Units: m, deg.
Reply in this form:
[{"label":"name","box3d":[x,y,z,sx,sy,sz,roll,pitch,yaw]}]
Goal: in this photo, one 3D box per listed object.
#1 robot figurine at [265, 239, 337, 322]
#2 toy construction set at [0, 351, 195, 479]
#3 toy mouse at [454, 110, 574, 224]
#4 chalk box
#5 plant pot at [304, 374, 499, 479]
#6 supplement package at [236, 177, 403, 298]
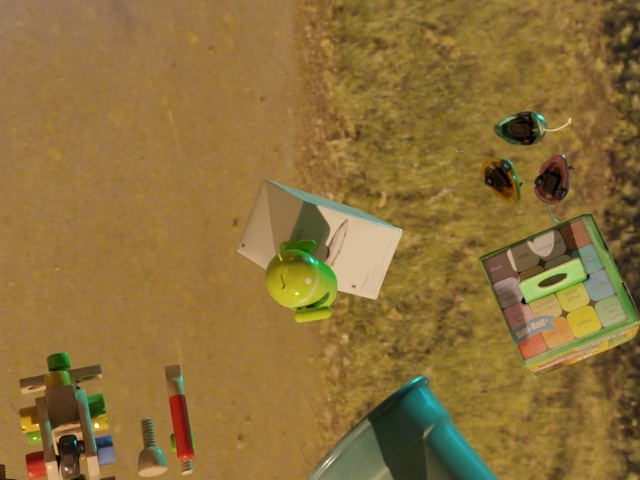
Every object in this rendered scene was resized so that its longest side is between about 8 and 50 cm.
[{"label":"robot figurine","box3d":[-0.023,0.049,1.053,0.115,0.067,0.101,33,43,-61]},{"label":"toy construction set","box3d":[-0.336,0.247,1.299,0.257,0.309,0.237,57,17,-61]},{"label":"toy mouse","box3d":[0.251,-0.098,1.033,0.031,0.143,0.161,-22,67,-42]},{"label":"chalk box","box3d":[0.265,0.063,0.986,0.132,0.132,0.213,71,13,17]},{"label":"plant pot","box3d":[0.180,0.478,1.572,0.334,0.341,0.341,46,26,19]},{"label":"supplement package","box3d":[0.000,0.000,1.180,0.179,0.105,0.105,15,100,-39]}]
